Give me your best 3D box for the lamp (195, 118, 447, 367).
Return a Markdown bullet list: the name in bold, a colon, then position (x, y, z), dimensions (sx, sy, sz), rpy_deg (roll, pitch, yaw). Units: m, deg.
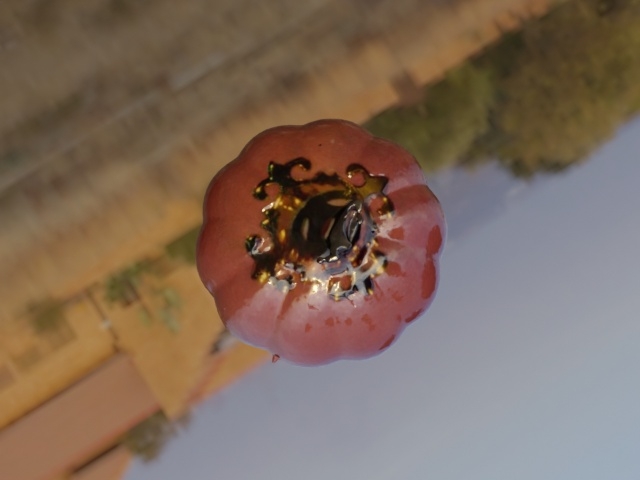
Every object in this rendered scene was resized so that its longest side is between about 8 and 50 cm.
- **lamp**: position (0.000, 0.000, 1.303), dimensions (0.182, 0.182, 0.140), rpy_deg (-32, 168, -3)
